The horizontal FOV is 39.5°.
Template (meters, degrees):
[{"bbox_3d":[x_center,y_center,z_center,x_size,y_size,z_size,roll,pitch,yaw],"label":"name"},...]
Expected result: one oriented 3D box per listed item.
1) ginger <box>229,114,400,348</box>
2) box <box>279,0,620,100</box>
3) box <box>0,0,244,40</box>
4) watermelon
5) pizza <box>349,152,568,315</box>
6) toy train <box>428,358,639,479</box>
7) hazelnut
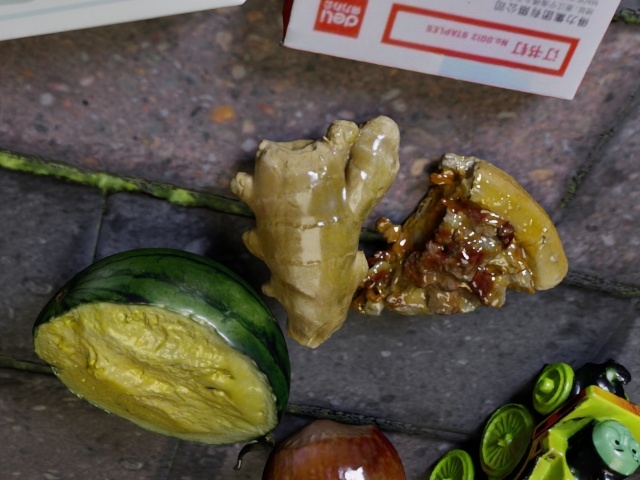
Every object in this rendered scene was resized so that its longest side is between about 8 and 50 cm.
[{"bbox_3d":[-0.011,-0.007,0.707,0.115,0.081,0.206,1,114,-34],"label":"ginger"},{"bbox_3d":[0.095,-0.173,0.601,0.229,0.050,0.123,8,132,-10],"label":"box"},{"bbox_3d":[-0.180,-0.201,0.544,0.269,0.079,0.135,-7,132,4],"label":"box"},{"bbox_3d":[-0.118,0.085,0.762,0.232,0.127,0.204,28,139,-15],"label":"watermelon"},{"bbox_3d":[0.101,0.020,0.756,0.194,0.069,0.154,-32,125,23],"label":"pizza"},{"bbox_3d":[0.213,0.244,0.902,0.100,0.161,0.296,27,125,-16],"label":"toy train"},{"bbox_3d":[0.013,0.260,0.922,0.154,0.143,0.143,-8,131,3],"label":"hazelnut"}]
